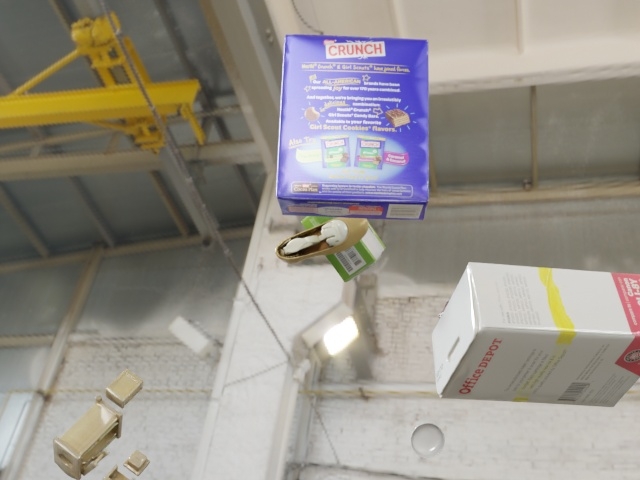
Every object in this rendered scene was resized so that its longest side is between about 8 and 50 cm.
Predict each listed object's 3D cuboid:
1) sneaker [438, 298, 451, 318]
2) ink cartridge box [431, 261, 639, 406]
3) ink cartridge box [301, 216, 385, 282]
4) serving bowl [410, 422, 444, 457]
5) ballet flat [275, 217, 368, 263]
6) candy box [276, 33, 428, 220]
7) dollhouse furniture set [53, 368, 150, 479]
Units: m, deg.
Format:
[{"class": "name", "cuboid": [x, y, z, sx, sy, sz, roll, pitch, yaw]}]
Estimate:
[{"class": "sneaker", "cuboid": [0.316, 0.144, 1.830, 0.047, 0.119, 0.057, 40, -9, -26]}, {"class": "ink cartridge box", "cuboid": [0.443, 0.193, 1.562, 0.384, 0.160, 0.279, 4, -39, -8]}, {"class": "ink cartridge box", "cuboid": [0.068, -0.013, 1.998, 0.097, 0.255, 0.189, -36, -91, 13]}, {"class": "serving bowl", "cuboid": [0.255, 0.477, 1.880, 0.083, 0.083, 0.027, 14, -3, -5]}, {"class": "ballet flat", "cuboid": [0.000, 0.000, 1.815, 0.232, 0.080, 0.073, -23, -13, 17]}, {"class": "candy box", "cuboid": [0.062, -0.205, 1.424, 0.268, 0.317, 0.122, 2, -15, 1]}, {"class": "dollhouse furniture set", "cuboid": [-0.348, 0.358, 1.391, 0.161, 0.182, 0.101, 34, -41, 12]}]
